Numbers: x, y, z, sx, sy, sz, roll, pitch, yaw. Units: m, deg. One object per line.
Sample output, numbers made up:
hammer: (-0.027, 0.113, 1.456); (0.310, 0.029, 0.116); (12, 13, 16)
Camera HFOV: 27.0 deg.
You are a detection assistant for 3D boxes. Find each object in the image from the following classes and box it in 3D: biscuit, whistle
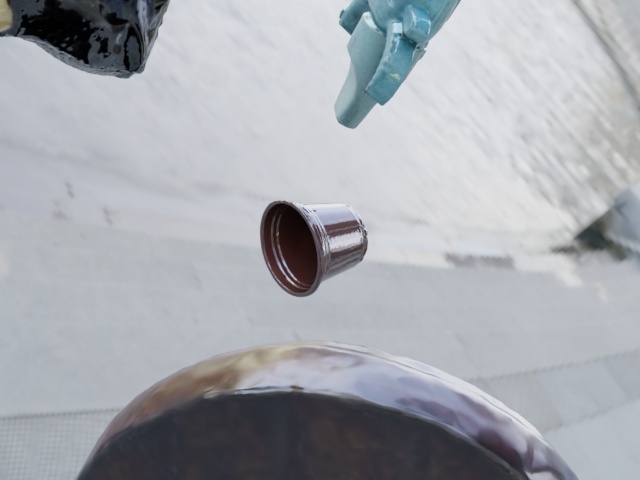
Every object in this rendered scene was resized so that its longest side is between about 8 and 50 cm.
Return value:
biscuit: (0.015, 0.242, 0.956); (0.407, 0.407, 0.091); (44, 30, -15)
whistle: (0.090, -0.244, 1.462); (0.093, 0.274, 0.186); (21, 28, -22)

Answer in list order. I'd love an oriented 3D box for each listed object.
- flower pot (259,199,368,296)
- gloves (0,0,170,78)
flower pot: (0.000, 0.000, 1.474); (0.089, 0.111, 0.111); (-15, 60, -36)
gloves: (-0.224, -0.166, 0.689); (0.301, 0.152, 0.197); (-16, 51, -37)
